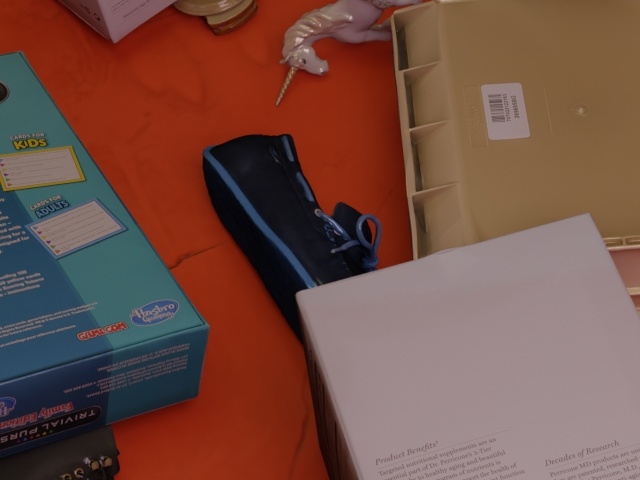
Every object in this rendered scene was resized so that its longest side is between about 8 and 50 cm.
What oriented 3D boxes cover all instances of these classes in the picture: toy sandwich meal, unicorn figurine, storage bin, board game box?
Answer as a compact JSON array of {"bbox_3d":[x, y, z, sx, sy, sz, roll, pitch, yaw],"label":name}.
[{"bbox_3d":[-0.089,-0.213,1.468,0.085,0.029,0.085,-8,50,9],"label":"toy sandwich meal"},{"bbox_3d":[0.036,-0.182,1.395,0.111,0.162,0.060,6,43,-26],"label":"unicorn figurine"},{"bbox_3d":[0.191,-0.060,1.275,0.260,0.123,0.262,-4,54,2],"label":"storage bin"},{"bbox_3d":[-0.270,0.009,1.230,0.254,0.079,0.336,-15,47,-27],"label":"board game box"}]

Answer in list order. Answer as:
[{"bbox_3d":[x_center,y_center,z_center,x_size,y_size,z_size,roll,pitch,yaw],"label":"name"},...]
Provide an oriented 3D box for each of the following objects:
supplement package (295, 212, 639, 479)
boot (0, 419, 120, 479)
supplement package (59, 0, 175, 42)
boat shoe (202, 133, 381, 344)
[{"bbox_3d":[0.119,0.162,1.067,0.199,0.198,0.262,-15,54,-6],"label":"supplement package"},{"bbox_3d":[-0.189,0.186,1.154,0.137,0.077,0.198,-12,55,-11],"label":"boot"},{"bbox_3d":[-0.148,-0.330,1.466,0.262,0.145,0.204,-36,51,-19],"label":"supplement package"},{"bbox_3d":[0.000,0.000,1.256,0.089,0.109,0.258,-23,57,-17],"label":"boat shoe"}]
